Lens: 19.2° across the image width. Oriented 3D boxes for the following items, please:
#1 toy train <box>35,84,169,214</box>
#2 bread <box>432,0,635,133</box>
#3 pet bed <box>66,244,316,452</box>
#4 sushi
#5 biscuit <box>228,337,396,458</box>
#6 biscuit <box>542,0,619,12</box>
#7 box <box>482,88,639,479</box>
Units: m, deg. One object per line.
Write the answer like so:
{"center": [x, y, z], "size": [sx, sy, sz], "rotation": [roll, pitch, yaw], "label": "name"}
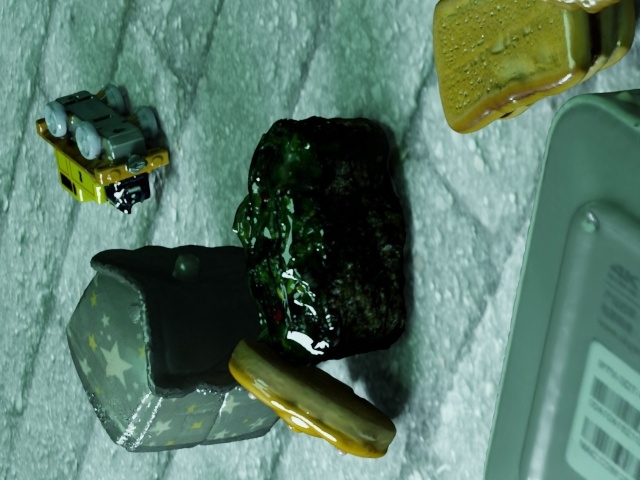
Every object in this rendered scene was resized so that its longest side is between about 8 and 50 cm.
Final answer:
{"center": [-0.244, -0.097, 2.134], "size": [0.219, 0.089, 0.127], "rotation": [34, 137, 50], "label": "toy train"}
{"center": [0.159, -0.157, 1.442], "size": [0.200, 0.077, 0.116], "rotation": [-22, 79, 60], "label": "bread"}
{"center": [-0.119, 0.090, 1.852], "size": [0.159, 0.211, 0.183], "rotation": [-56, 49, 37], "label": "pet bed"}
{"center": [0.000, 0.000, 1.706], "size": [0.124, 0.127, 0.225], "rotation": [8, 104, 59], "label": "sushi"}
{"center": [-0.011, 0.150, 1.738], "size": [0.050, 0.170, 0.170], "rotation": [-58, 40, 4], "label": "biscuit"}
{"center": [0.151, -0.314, 1.307], "size": [0.334, 0.081, 0.289], "rotation": [34, 121, 50], "label": "biscuit"}
{"center": [0.277, 0.134, 1.281], "size": [0.396, 0.111, 0.396], "rotation": [39, 132, 44], "label": "box"}
